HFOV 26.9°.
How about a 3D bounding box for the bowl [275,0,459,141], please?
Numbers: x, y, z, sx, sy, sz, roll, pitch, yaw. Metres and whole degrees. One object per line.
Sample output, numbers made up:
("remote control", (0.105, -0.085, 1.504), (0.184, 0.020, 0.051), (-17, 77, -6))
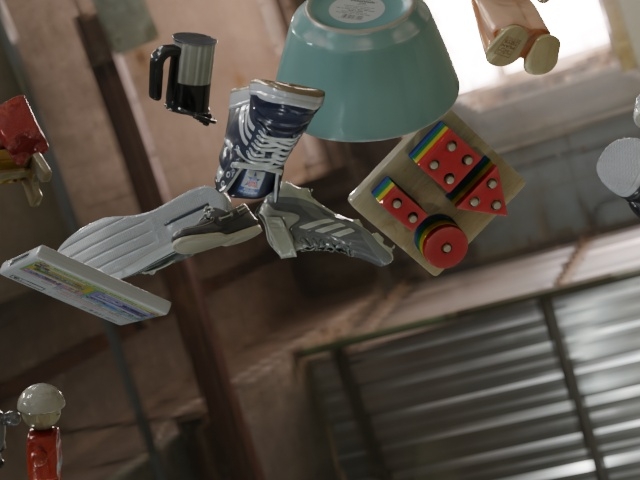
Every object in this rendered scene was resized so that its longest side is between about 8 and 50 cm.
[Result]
("bowl", (0.069, -0.309, 2.158), (0.312, 0.311, 0.163), (-79, -13, -50))

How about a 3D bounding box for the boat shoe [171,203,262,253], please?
("boat shoe", (-0.182, -0.023, 2.247), (0.206, 0.075, 0.065), (-10, -105, -53))

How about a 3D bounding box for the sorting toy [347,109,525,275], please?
("sorting toy", (0.233, -0.081, 2.526), (0.255, 0.257, 0.089), (39, -172, -29))

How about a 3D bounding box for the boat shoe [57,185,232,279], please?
("boat shoe", (-0.304, 0.013, 2.397), (0.119, 0.335, 0.121), (62, -170, -61))

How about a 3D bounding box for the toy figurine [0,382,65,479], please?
("toy figurine", (-0.443, 0.250, 1.686), (0.213, 0.209, 0.148), (-13, -73, -44))

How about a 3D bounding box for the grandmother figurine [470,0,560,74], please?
("grandmother figurine", (0.257, -0.405, 2.079), (0.207, 0.104, 0.342), (17, -139, -32))

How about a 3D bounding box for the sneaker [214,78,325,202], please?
("sneaker", (-0.071, -0.128, 1.778), (0.282, 0.099, 0.153), (-173, 93, -74))

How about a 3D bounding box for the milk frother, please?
("milk frother", (-0.223, -0.286, 2.390), (0.129, 0.143, 0.135), (-23, -52, -52))

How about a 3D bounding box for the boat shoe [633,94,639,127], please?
("boat shoe", (0.543, -0.228, 1.972), (0.066, 0.184, 0.063), (32, -139, -26))

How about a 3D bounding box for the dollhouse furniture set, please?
("dollhouse furniture set", (-0.551, -0.145, 1.835), (0.374, 0.201, 0.152), (-10, -123, -39))

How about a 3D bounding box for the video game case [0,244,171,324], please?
("video game case", (-0.351, 0.070, 1.989), (0.212, 0.193, 0.023), (26, -110, -23))

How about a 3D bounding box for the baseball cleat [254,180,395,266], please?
("baseball cleat", (0.000, 0.000, 1.909), (0.109, 0.206, 0.072), (-52, -20, -17))

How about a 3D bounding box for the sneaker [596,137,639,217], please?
("sneaker", (0.539, -0.058, 1.951), (0.153, 0.268, 0.101), (36, -94, -48))
